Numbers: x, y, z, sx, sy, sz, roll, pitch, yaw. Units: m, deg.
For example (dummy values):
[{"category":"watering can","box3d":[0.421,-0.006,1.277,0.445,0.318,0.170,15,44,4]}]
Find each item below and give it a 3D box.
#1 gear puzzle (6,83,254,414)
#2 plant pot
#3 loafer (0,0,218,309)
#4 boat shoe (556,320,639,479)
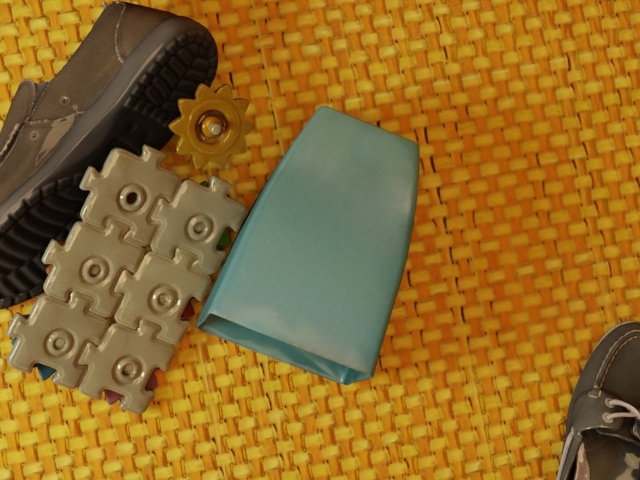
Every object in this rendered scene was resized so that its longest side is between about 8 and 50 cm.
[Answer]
[{"category":"gear puzzle","box3d":[-0.175,-0.006,1.711,0.175,0.044,0.339,24,96,-30]},{"category":"plant pot","box3d":[0.000,0.000,1.714,0.165,0.165,0.234,21,80,-5]},{"category":"loafer","box3d":[-0.254,-0.086,1.718,0.366,0.134,0.130,-48,56,-3]},{"category":"boat shoe","box3d":[0.290,0.245,1.767,0.112,0.095,0.335,19,87,-5]}]
